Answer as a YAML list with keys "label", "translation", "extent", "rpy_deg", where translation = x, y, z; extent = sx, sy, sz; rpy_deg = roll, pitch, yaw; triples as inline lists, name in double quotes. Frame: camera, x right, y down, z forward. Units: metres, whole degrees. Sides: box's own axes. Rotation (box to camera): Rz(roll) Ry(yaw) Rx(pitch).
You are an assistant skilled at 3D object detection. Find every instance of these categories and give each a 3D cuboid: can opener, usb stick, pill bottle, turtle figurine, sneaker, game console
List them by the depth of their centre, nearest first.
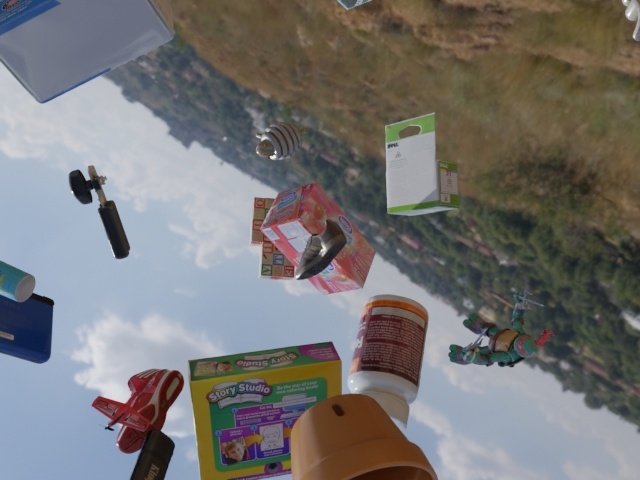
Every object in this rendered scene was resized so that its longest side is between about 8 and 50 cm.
- label: "turtle figurine"
  translation: [0.344, 0.191, 1.294]
  extent: [0.118, 0.175, 0.234]
  rpy_deg: [53, 159, -3]
- label: "usb stick"
  translation: [-0.354, 0.494, 1.358]
  extent: [0.077, 0.045, 0.278]
  rpy_deg: [52, -163, -19]
- label: "game console"
  translation: [-0.800, 0.166, 1.578]
  extent: [0.293, 0.173, 0.250]
  rpy_deg: [35, -143, -49]
- label: "sneaker"
  translation: [-0.428, 0.399, 1.597]
  extent: [0.128, 0.221, 0.087]
  rpy_deg: [1, 131, 40]
- label: "sneaker"
  translation: [-0.006, 0.024, 1.611]
  extent: [0.066, 0.188, 0.071]
  rpy_deg: [-1, -124, -45]
- label: "can opener"
  translation: [-0.605, -0.077, 1.861]
  extent: [0.074, 0.093, 0.281]
  rpy_deg: [-111, 3, -66]
- label: "pill bottle"
  translation: [0.209, 0.390, 2.127]
  extent: [0.223, 0.392, 0.224]
  rpy_deg: [11, 148, 7]

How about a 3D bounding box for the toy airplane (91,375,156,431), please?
- label: "toy airplane"
  translation: [-0.414, 0.350, 1.442]
  extent: [0.151, 0.151, 0.028]
  rpy_deg: [31, -172, -35]

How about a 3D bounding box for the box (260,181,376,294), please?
- label: "box"
  translation: [0.000, 0.000, 1.842]
  extent: [0.154, 0.142, 0.300]
  rpy_deg: [-13, 131, 40]

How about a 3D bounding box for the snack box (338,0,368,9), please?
- label: "snack box"
  translation: [0.198, -0.814, 1.950]
  extent: [0.321, 0.187, 0.060]
  rpy_deg: [-10, 159, 34]

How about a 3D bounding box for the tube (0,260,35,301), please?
- label: "tube"
  translation: [-0.620, 0.051, 1.223]
  extent: [0.207, 0.080, 0.052]
  rpy_deg: [20, -173, 13]

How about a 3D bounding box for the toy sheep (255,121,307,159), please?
- label: "toy sheep"
  translation: [-0.085, -0.221, 1.477]
  extent: [0.091, 0.132, 0.091]
  rpy_deg: [43, 154, 28]

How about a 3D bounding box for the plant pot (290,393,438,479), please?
- label: "plant pot"
  translation: [0.060, 0.447, 1.338]
  extent: [0.290, 0.291, 0.204]
  rpy_deg: [31, -158, -39]

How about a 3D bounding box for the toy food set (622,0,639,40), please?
- label: "toy food set"
  translation: [0.598, -0.506, 1.311]
  extent: [0.306, 0.219, 0.092]
  rpy_deg: [63, 152, 28]

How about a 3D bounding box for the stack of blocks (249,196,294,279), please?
- label: "stack of blocks"
  translation: [-0.181, -0.005, 2.543]
  extent: [0.171, 0.297, 0.087]
  rpy_deg: [4, 169, -10]

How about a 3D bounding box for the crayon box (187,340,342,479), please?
- label: "crayon box"
  translation: [-0.132, 0.429, 1.663]
  extent: [0.362, 0.313, 0.106]
  rpy_deg: [-6, -159, -12]

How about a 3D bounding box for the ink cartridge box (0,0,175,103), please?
- label: "ink cartridge box"
  translation: [-0.349, -0.377, 0.986]
  extent: [0.129, 0.223, 0.308]
  rpy_deg: [56, -166, -47]

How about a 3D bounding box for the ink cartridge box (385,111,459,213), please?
- label: "ink cartridge box"
  translation: [0.281, -0.207, 1.874]
  extent: [0.097, 0.256, 0.188]
  rpy_deg: [3, 173, -42]
